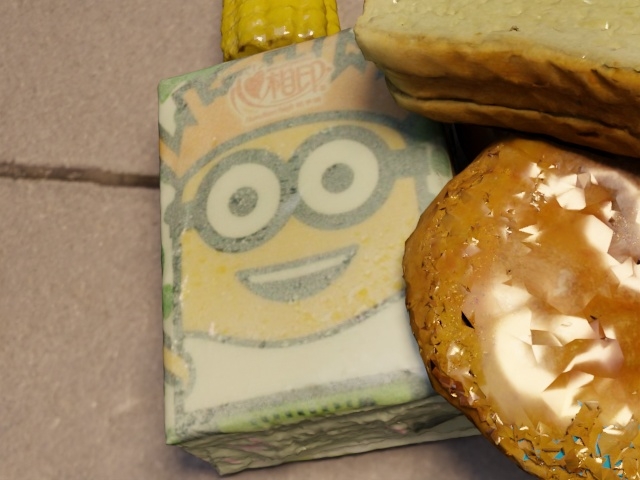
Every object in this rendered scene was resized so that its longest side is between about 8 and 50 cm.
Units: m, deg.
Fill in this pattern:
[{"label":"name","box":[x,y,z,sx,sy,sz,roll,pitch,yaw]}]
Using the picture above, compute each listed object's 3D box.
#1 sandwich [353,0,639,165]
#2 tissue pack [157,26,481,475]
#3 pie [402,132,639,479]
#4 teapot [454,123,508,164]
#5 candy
[{"label":"sandwich","box":[0.172,-0.188,0.625,0.249,0.095,0.273,14,67,33]},{"label":"tissue pack","box":[0.000,0.000,0.755,0.228,0.128,0.311,-12,63,14]},{"label":"pie","box":[0.184,0.033,0.607,0.273,0.069,0.273,-2,71,7]},{"label":"teapot","box":[0.207,-0.110,0.725,0.252,0.135,0.178,-6,99,34]},{"label":"candy","box":[-0.036,-0.220,0.884,0.106,0.094,0.199,-13,57,15]}]
